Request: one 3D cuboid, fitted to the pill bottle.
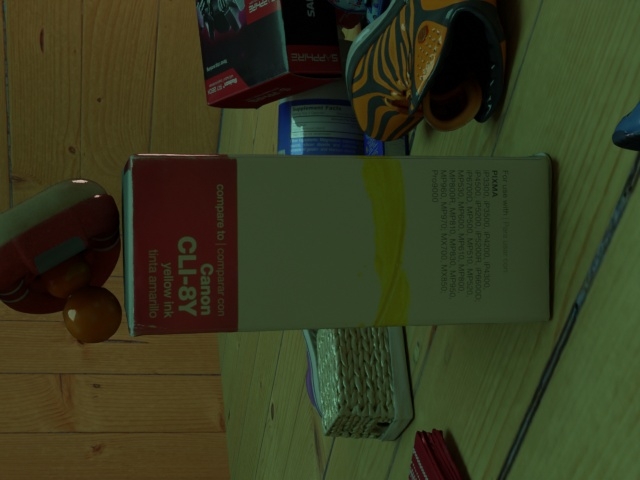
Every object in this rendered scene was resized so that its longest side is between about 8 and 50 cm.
[{"bbox_3d":[0.009,-0.161,1.492,0.152,0.152,0.272,164,107,-77],"label":"pill bottle"}]

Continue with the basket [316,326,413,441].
[{"bbox_3d":[0.055,0.182,1.337,0.113,0.103,0.167,112,156,-60],"label":"basket"}]

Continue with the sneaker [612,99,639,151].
[{"bbox_3d":[0.244,-0.102,0.642,0.144,0.053,0.059,137,134,-61],"label":"sneaker"}]

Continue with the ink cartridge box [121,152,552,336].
[{"bbox_3d":[0.000,0.000,0.974,0.279,0.384,0.160,-178,87,-78],"label":"ink cartridge box"}]

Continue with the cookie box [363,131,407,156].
[{"bbox_3d":[0.091,-0.134,1.375,0.092,0.040,0.107,131,140,-70],"label":"cookie box"}]

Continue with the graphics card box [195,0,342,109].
[{"bbox_3d":[-0.086,-0.380,1.330,0.232,0.094,0.371,-6,90,57],"label":"graphics card box"}]

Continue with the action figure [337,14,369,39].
[{"bbox_3d":[-0.014,-0.472,1.544,0.341,0.178,0.330,-100,1,-55],"label":"action figure"}]

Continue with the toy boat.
[{"bbox_3d":[-0.262,0.039,1.022,0.151,0.151,0.231,58,165,3],"label":"toy boat"}]

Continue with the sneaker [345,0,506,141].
[{"bbox_3d":[0.109,-0.176,1.101,0.321,0.124,0.180,111,159,-56],"label":"sneaker"}]

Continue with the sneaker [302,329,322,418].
[{"bbox_3d":[0.009,0.153,1.573,0.161,0.102,0.282,145,126,-79],"label":"sneaker"}]

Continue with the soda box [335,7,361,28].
[{"bbox_3d":[0.060,-0.409,1.293,0.263,0.092,0.083,125,153,-44],"label":"soda box"}]

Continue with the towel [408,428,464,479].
[{"bbox_3d":[0.134,0.379,1.121,0.199,0.031,0.275,-115,27,-60],"label":"towel"}]

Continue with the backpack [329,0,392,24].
[{"bbox_3d":[0.072,-0.336,1.184,0.158,0.173,0.117,110,158,-53],"label":"backpack"}]
